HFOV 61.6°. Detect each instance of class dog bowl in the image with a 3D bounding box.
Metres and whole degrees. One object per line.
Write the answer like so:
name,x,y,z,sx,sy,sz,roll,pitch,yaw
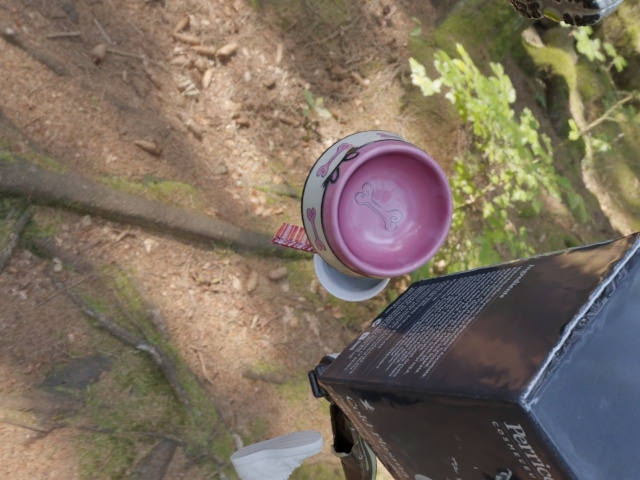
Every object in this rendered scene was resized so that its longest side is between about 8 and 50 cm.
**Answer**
dog bowl,0.164,-0.083,1.407,0.409,0.150,0.407,-3,101,-17

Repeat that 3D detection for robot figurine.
robot figurine,0.100,0.479,1.886,0.278,0.209,0.173,-1,99,-31

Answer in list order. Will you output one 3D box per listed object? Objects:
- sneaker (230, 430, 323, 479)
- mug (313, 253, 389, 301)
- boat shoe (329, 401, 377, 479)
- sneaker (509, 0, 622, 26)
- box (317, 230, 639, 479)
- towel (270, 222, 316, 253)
sneaker,-0.099,0.653,1.529,0.169,0.293,0.108,69,20,0
mug,0.176,0.021,1.963,0.276,0.374,0.328,48,14,2
boat shoe,0.059,0.458,1.201,0.095,0.095,0.257,-15,101,-43
sneaker,0.430,-0.462,0.968,0.275,0.110,0.107,50,-4,44
box,0.319,0.290,0.759,0.297,0.472,0.479,-40,96,-27
towel,0.000,0.000,1.657,0.199,0.275,0.031,-66,168,-73
